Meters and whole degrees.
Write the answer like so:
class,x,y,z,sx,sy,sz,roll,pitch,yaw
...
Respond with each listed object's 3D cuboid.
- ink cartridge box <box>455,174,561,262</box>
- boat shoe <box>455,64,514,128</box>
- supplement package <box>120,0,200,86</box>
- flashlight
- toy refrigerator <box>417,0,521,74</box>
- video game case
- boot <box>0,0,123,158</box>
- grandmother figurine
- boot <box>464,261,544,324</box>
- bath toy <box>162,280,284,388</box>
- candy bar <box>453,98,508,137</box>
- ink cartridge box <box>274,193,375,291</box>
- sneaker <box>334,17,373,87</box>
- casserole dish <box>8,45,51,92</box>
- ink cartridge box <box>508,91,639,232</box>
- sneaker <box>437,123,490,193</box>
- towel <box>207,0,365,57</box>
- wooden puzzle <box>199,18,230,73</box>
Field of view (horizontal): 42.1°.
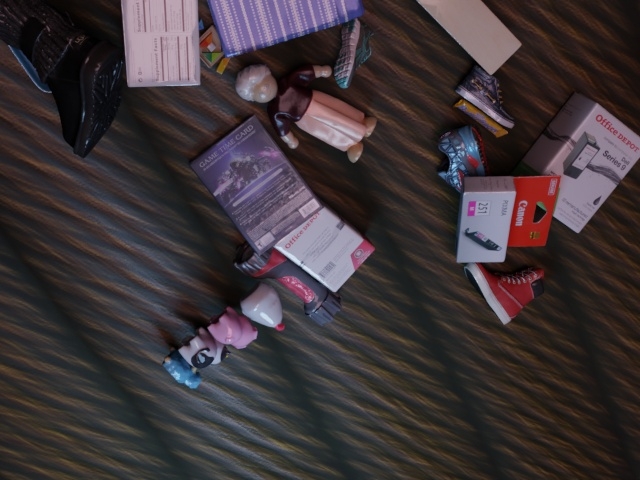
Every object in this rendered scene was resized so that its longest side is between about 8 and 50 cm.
class,x,y,z,sx,sy,sz,roll,pitch,yaw
ink cartridge box,0.468,-0.049,2.094,0.239,0.060,0.275,0,140,4
boat shoe,0.424,-0.350,2.041,0.183,0.065,0.083,30,105,-23
supplement package,-0.331,-0.444,1.696,0.145,0.262,0.204,-5,115,-13
flashlight,-0.080,0.108,2.103,0.103,0.103,0.304,-31,122,31
toy refrigerator,0.333,-0.517,1.930,0.269,0.094,0.102,37,107,-25
video game case,-0.151,-0.129,1.965,0.196,0.026,0.274,-37,95,4
boot,-0.545,-0.347,1.709,0.260,0.131,0.348,31,142,1
grandmother figurine,-0.038,-0.314,1.924,0.342,0.104,0.207,21,95,-24
boot,0.507,0.099,2.258,0.176,0.088,0.244,-39,125,5
bath toy,-0.226,0.238,2.074,0.348,0.151,0.129,-37,101,18
candy bar,0.398,-0.305,2.074,0.161,0.040,0.018,30,66,-24
ink cartridge box,0.000,0.000,2.077,0.218,0.092,0.158,38,100,-27
sneaker,0.083,-0.425,1.903,0.076,0.065,0.166,15,86,-32
casserole dish,-0.587,-0.406,1.776,0.114,0.037,0.188,-30,117,1
ink cartridge box,0.658,-0.200,2.137,0.211,0.121,0.289,30,104,-23
sneaker,0.361,-0.176,2.104,0.125,0.104,0.261,-7,125,19
towel,-0.086,-0.564,1.824,0.336,0.040,0.243,-18,112,-4
wooden puzzle,-0.241,-0.430,1.851,0.116,0.014,0.078,38,87,-37
